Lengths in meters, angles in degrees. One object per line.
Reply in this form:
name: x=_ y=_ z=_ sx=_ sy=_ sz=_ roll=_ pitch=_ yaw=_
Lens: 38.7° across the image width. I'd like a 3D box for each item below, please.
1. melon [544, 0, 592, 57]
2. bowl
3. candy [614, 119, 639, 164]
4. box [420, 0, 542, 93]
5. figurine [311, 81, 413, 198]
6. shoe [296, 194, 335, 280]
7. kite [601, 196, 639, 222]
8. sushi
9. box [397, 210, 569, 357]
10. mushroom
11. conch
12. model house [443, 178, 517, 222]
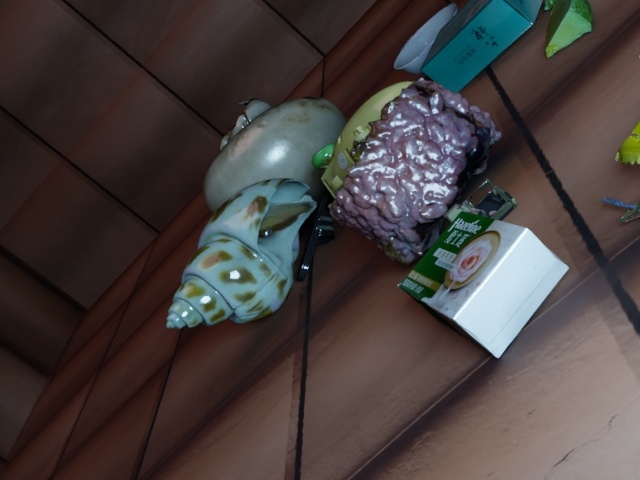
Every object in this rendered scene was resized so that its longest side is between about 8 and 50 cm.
melon: x=0.417 y=-0.381 z=1.568 sx=0.261 sy=0.053 sz=0.114 roll=-75 pitch=11 yaw=-64
bowl: x=0.254 y=-0.416 z=1.979 sx=0.189 sy=0.086 sz=0.189 roll=-43 pitch=18 yaw=18
candy: x=0.443 y=-0.187 z=0.942 sx=0.297 sy=0.081 sz=0.187 roll=-48 pitch=19 yaw=-3
box: x=0.313 y=-0.410 z=1.749 sx=0.245 sy=0.092 sz=0.153 roll=-42 pitch=17 yaw=51
figurine: x=0.123 y=-0.172 z=1.625 sx=0.222 sy=0.124 sz=0.324 roll=-24 pitch=-18 yaw=-30
shoe: x=0.000 y=0.000 z=1.796 sx=0.071 sy=0.049 sz=0.179 roll=129 pitch=158 yaw=-71
kite: x=0.392 y=-0.080 z=0.970 sx=0.183 sy=0.010 sz=0.160 roll=-46 pitch=20 yaw=3
sushi: x=0.148 y=-0.104 z=1.378 sx=0.270 sy=0.171 sz=0.236 roll=-55 pitch=-11 yaw=-13
box: x=0.191 y=0.046 z=1.104 sx=0.135 sy=0.081 sz=0.199 roll=-51 pitch=18 yaw=-3
mushroom: x=-0.111 y=-0.184 z=1.990 sx=0.362 sy=0.294 sz=0.362 roll=-39 pitch=-8 yaw=-6
conch: x=-0.149 y=0.034 z=1.751 sx=0.249 sy=0.197 sz=0.368 roll=85 pitch=-158 yaw=-43
model house: x=0.222 y=-0.041 z=1.257 sx=0.083 sy=0.057 sz=0.058 roll=-47 pitch=-23 yaw=17
